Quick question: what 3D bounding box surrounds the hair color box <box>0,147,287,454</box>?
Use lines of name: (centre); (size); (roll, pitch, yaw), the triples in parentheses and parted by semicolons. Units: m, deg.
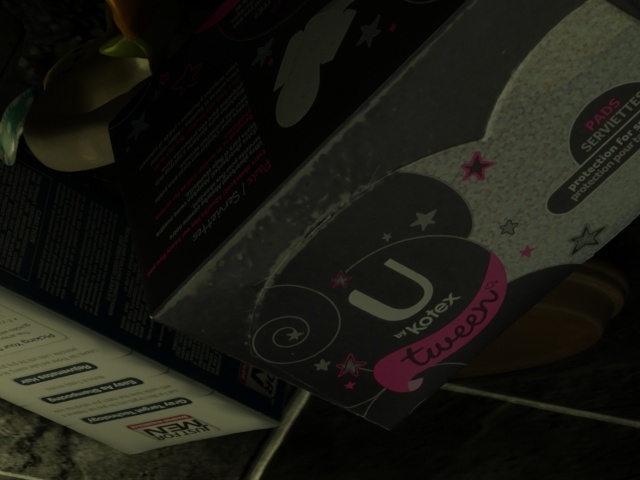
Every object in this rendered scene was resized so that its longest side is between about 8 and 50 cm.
hair color box: (-0.198, 0.041, 1.144); (0.174, 0.105, 0.347); (-15, 145, 40)

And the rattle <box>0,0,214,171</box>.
rattle: (-0.143, -0.113, 0.864); (0.143, 0.130, 0.200); (43, 166, -33)

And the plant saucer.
plant saucer: (0.073, 0.054, 1.096); (0.278, 0.041, 0.278); (-1, 163, 0)

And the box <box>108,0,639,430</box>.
box: (0.047, -0.055, 0.728); (0.163, 0.142, 0.247); (29, 119, -36)

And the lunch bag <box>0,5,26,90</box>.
lunch bag: (-0.354, -0.086, 0.840); (0.305, 0.212, 0.256); (-19, 126, 42)
